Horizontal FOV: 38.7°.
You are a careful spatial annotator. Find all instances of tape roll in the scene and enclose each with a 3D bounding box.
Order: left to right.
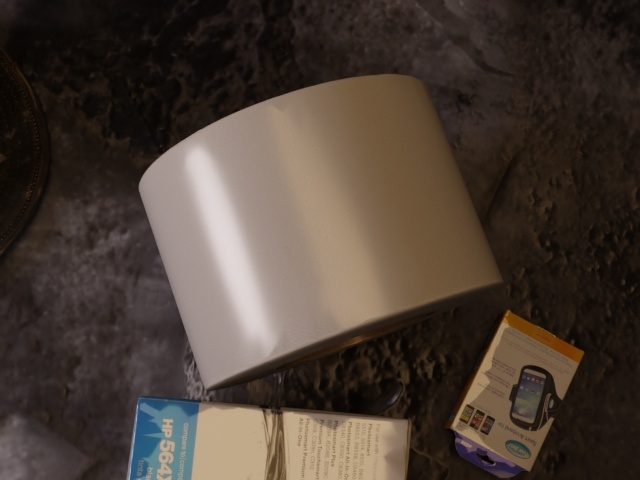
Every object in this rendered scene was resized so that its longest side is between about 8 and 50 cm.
[{"bbox_3d":[0.000,0.000,0.715,0.246,0.246,0.169,-19,80,-10],"label":"tape roll"}]

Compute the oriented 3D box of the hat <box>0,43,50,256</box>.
[{"bbox_3d":[-0.400,-0.078,0.744,0.331,0.134,0.331,1,78,-7],"label":"hat"}]

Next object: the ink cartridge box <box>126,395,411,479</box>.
[{"bbox_3d":[-0.043,0.175,0.720,0.203,0.148,0.085,7,76,-5],"label":"ink cartridge box"}]

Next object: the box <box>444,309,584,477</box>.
[{"bbox_3d":[0.170,0.141,0.816,0.081,0.028,0.136,29,79,0],"label":"box"}]
